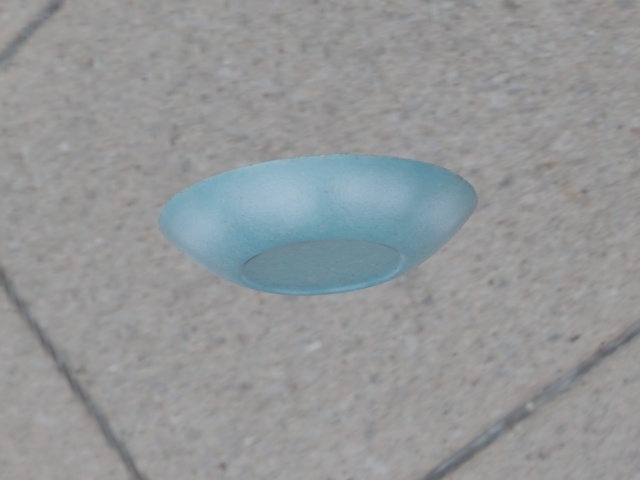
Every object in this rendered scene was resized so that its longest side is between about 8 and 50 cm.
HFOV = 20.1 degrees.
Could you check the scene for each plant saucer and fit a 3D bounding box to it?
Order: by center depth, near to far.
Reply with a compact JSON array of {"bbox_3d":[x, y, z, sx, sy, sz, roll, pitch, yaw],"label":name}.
[{"bbox_3d":[0.000,0.000,1.091,0.195,0.195,0.037,-15,68,26],"label":"plant saucer"}]
